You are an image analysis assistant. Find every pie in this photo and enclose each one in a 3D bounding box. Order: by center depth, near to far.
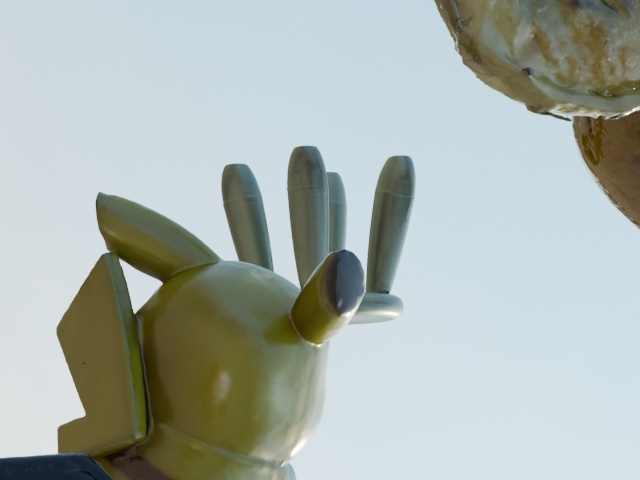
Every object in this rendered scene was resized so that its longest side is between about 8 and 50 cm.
[{"bbox_3d":[0.194,-0.218,1.138,0.055,0.274,0.274,23,-46,67],"label":"pie"}]

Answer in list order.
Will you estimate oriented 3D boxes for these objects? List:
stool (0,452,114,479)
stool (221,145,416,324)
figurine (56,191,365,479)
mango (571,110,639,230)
[{"bbox_3d":[-0.162,0.224,0.804,0.141,0.232,0.232,-43,-109,39],"label":"stool"},{"bbox_3d":[0.000,0.000,1.922,0.195,0.195,0.198,-12,-104,52],"label":"stool"},{"bbox_3d":[-0.098,0.127,1.160,0.218,0.326,0.169,25,4,26],"label":"figurine"},{"bbox_3d":[0.471,-0.102,1.753,0.445,0.301,0.220,32,25,-17],"label":"mango"}]
